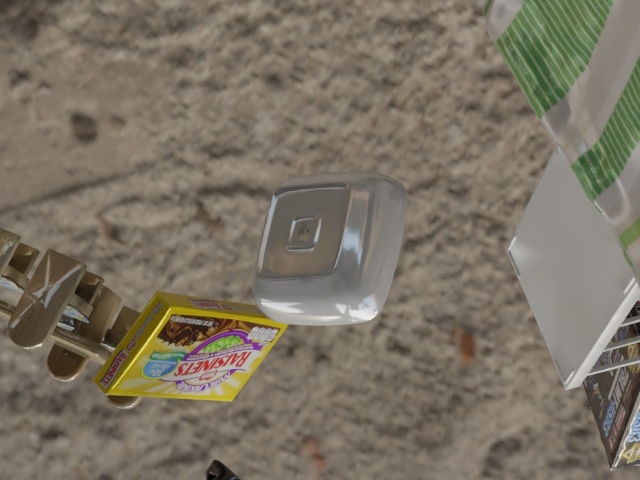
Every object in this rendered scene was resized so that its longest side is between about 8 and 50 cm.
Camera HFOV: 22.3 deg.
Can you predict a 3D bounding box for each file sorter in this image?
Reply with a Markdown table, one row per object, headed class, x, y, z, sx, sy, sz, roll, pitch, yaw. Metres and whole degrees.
| class | x | y | z | sx | sy | sz | roll | pitch | yaw |
| --- | --- | --- | --- | --- | --- | --- | --- | --- | --- |
| file sorter | 0.347 | 0.005 | 1.798 | 0.173 | 0.192 | 0.277 | -13 | 154 | -15 |

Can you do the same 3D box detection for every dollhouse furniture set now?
| class | x | y | z | sx | sy | sz | roll | pitch | yaw |
| --- | --- | --- | --- | --- | --- | --- | --- | --- | --- |
| dollhouse furniture set | -0.304 | 0.091 | 1.554 | 0.242 | 0.161 | 0.212 | 21 | 167 | 24 |

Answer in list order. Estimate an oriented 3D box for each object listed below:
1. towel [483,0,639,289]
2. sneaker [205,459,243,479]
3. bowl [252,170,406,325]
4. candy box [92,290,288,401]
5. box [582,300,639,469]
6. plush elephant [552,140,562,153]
| class | x | y | z | sx | sy | sz | roll | pitch | yaw |
| --- | --- | --- | --- | --- | --- | --- | --- | --- | --- |
| towel | 0.208 | -0.121 | 1.114 | 0.038 | 0.324 | 0.248 | -11 | 147 | -18 |
| sneaker | -0.148 | 0.278 | 1.449 | 0.090 | 0.232 | 0.081 | 50 | 136 | 16 |
| bowl | 0.000 | 0.000 | 1.427 | 0.142 | 0.142 | 0.053 | -2 | 156 | 38 |
| candy box | -0.116 | 0.101 | 1.503 | 0.027 | 0.206 | 0.105 | 46 | 106 | 26 |
| box | 0.414 | 0.122 | 2.254 | 0.073 | 0.293 | 0.295 | -10 | 145 | -8 |
| plush elephant | 0.348 | -0.213 | 1.541 | 0.255 | 0.272 | 0.330 | -25 | 149 | -10 |
